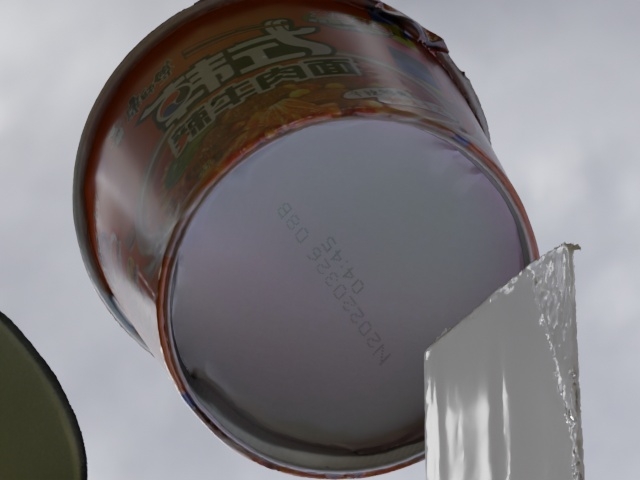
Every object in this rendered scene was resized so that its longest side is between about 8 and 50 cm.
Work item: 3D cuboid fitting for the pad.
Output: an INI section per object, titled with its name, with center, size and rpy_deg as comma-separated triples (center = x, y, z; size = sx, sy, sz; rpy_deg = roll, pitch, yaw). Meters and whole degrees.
[pad]
center = 0.060, 0.128, 0.644
size = 0.004, 0.156, 0.232
rpy_deg = 5, -108, -15

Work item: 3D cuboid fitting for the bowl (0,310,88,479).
[bowl]
center = -0.241, 0.100, 0.894
size = 0.126, 0.237, 0.238
rpy_deg = -48, -155, 21

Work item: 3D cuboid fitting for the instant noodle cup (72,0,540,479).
[instant noodle cup]
center = 0.000, 0.000, 1.022
size = 0.250, 0.250, 0.192
rpy_deg = -25, -159, -4
